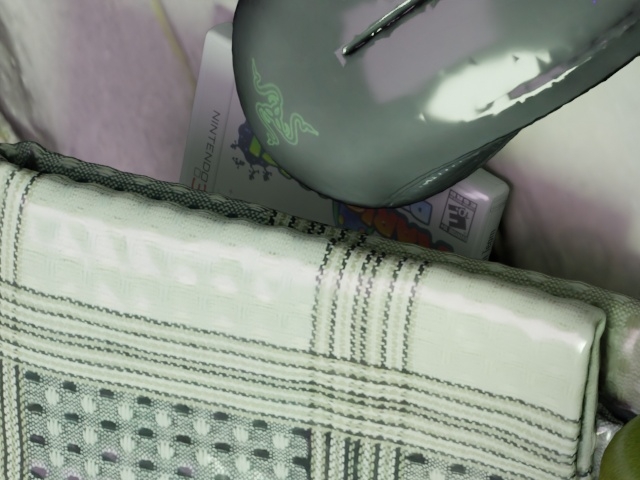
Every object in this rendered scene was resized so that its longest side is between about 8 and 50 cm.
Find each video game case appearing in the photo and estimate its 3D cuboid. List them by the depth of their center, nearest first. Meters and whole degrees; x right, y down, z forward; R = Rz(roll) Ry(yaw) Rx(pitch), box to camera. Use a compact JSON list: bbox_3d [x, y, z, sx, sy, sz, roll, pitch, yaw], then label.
[{"bbox_3d":[0.000,0.000,0.814,0.157,0.019,0.143,32,128,25],"label":"video game case"}]

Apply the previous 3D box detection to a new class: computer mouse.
[{"bbox_3d":[0.049,-0.103,0.671,0.272,0.072,0.188,-41,83,38],"label":"computer mouse"}]

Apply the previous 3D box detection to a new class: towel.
[{"bbox_3d":[-0.003,0.131,0.791,0.324,0.056,0.312,13,119,15],"label":"towel"}]

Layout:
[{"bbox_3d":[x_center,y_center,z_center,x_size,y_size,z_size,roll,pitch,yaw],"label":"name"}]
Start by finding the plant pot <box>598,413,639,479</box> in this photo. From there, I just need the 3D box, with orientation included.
[{"bbox_3d":[0.189,0.238,0.564,0.366,0.366,0.353,14,107,36],"label":"plant pot"}]
